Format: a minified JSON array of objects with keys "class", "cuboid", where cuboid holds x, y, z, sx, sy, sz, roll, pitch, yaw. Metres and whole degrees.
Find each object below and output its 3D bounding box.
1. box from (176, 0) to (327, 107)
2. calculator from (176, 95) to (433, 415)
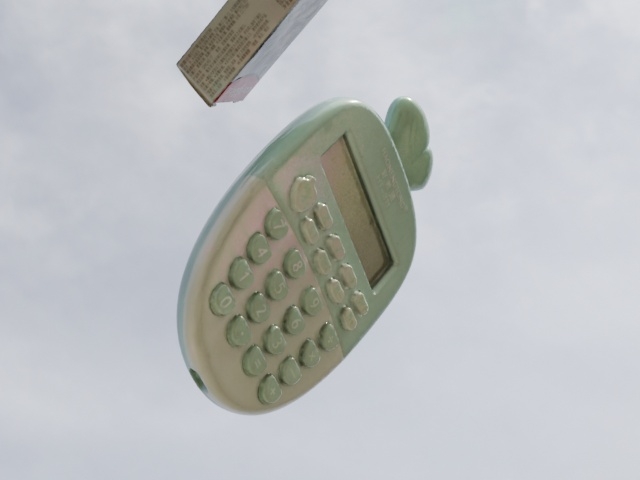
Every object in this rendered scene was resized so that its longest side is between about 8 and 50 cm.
[{"class":"box","cuboid":[-0.011,-0.183,0.640,0.039,0.055,0.218,46,-68,6]},{"class":"calculator","cuboid":[0.000,0.000,0.707,0.295,0.042,0.184,-48,-49,-33]}]
